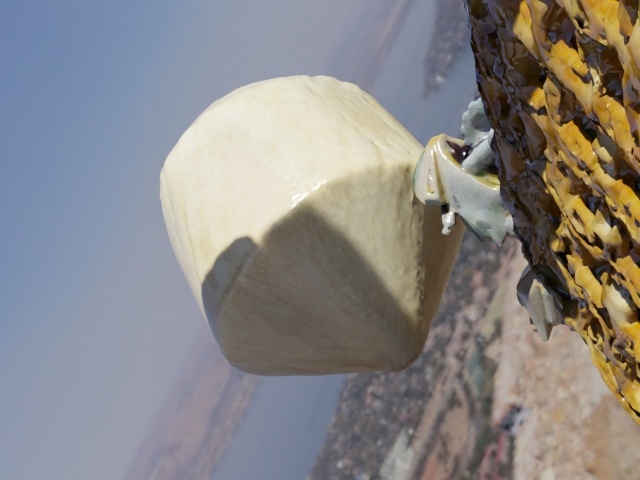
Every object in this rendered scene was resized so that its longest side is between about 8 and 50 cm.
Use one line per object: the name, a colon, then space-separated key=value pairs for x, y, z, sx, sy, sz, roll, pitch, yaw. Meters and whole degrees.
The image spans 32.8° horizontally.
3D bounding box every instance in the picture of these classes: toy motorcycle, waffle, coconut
toy motorcycle: x=0.160 y=-0.016 z=0.886 sx=0.129 sy=0.229 sz=0.094 roll=-19 pitch=21 yaw=30
waffle: x=0.140 y=-0.063 z=0.495 sx=0.213 sy=0.091 sz=0.308 roll=-114 pitch=2 yaw=-48
coconut: x=0.000 y=0.000 z=1.055 sx=0.329 sy=0.328 sz=0.329 roll=-64 pitch=4 yaw=8
